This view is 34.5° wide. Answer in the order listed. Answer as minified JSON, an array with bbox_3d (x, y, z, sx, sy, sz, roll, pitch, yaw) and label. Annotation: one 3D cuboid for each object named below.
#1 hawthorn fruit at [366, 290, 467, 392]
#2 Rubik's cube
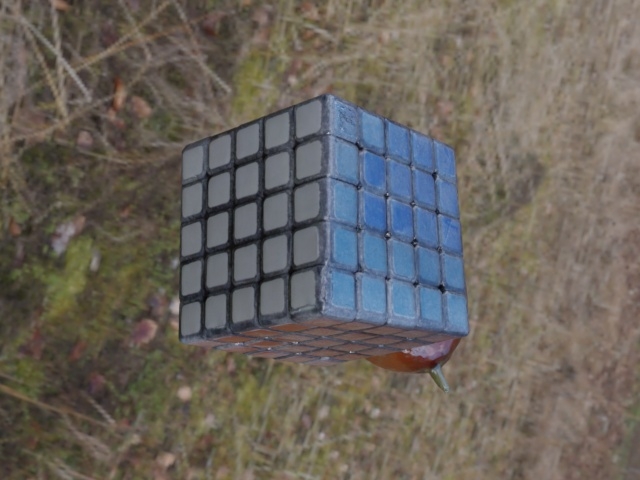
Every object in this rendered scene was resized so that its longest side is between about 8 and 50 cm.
[{"bbox_3d":[0.117,0.091,1.398,0.199,0.251,0.199,-27,166,-7],"label":"hawthorn fruit"},{"bbox_3d":[0.000,0.000,1.142,0.237,0.238,0.236,14,67,-45],"label":"Rubik's cube"}]
